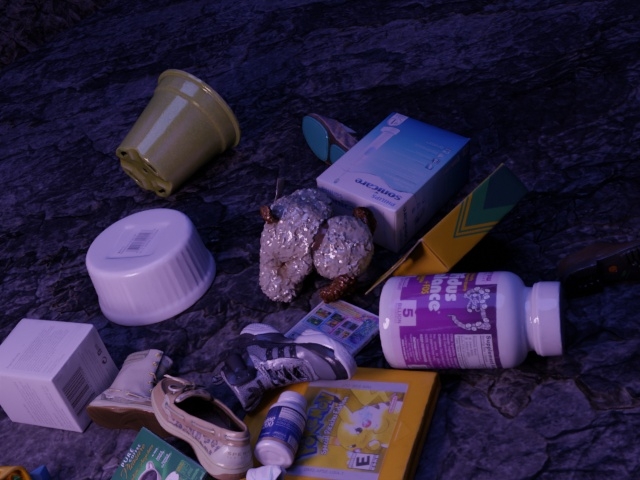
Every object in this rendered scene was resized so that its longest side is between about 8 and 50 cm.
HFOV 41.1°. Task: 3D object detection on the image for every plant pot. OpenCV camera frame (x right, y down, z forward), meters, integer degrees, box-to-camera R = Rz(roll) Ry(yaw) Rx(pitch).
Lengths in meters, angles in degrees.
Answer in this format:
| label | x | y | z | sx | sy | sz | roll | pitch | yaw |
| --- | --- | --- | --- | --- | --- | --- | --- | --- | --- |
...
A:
| label | x | y | z | sx | sy | sz | roll | pitch | yaw |
| --- | --- | --- | --- | --- | --- | --- | --- | --- | --- |
| plant pot | -0.393 | -0.263 | 2.254 | 0.276 | 0.276 | 0.254 | 17 | 59 | 38 |

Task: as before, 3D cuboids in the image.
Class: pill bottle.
| label | x | y | z | sx | sy | sz | roll | pitch | yaw |
| --- | --- | --- | --- | --- | --- | --- | --- | --- | --- |
| pill bottle | -0.061 | 0.307 | 1.396 | 0.067 | 0.067 | 0.120 | -2 | 38 | 20 |
| pill bottle | 0.265 | 0.138 | 1.480 | 0.301 | 0.169 | 0.169 | -4 | 37 | 19 |

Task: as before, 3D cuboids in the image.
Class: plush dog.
| label | x | y | z | sx | sy | sz | roll | pitch | yaw |
| --- | --- | --- | --- | --- | --- | --- | --- | --- | --- |
| plush dog | 0.000 | 0.000 | 1.723 | 0.225 | 0.211 | 0.263 | 16 | 70 | 14 |

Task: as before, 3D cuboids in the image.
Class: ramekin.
| label | x | y | z | sx | sy | sz | roll | pitch | yaw |
| --- | --- | --- | --- | --- | --- | --- | --- | --- | --- |
| ramekin | -0.384 | 0.049 | 1.903 | 0.277 | 0.135 | 0.277 | -11 | 36 | 8 |

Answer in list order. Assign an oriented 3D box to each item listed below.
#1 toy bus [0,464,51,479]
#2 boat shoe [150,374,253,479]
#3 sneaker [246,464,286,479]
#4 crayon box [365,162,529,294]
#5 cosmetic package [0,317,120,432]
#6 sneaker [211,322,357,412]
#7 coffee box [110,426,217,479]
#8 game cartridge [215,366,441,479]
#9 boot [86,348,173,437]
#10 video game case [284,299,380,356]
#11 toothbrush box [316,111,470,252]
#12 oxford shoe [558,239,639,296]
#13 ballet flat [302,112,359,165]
| label | x | y | z | sx | sy | sz | roll | pitch | yaw |
| --- | --- | --- | --- | --- | --- | --- | --- | --- | --- |
| toy bus | -0.573 | 0.432 | 1.441 | 0.202 | 0.104 | 0.191 | -24 | 16 | -10 |
| boat shoe | -0.196 | 0.293 | 1.441 | 0.104 | 0.089 | 0.285 | -7 | 24 | -38 |
| sneaker | -0.071 | 0.415 | 1.304 | 0.061 | 0.054 | 0.152 | -20 | 61 | 12 |
| crayon box | 0.243 | 0.004 | 1.648 | 0.081 | 0.202 | 0.318 | 47 | 62 | 5 |
| cosmetic package | -0.523 | 0.260 | 1.661 | 0.183 | 0.151 | 0.151 | 3 | 40 | 24 |
| sneaker | -0.070 | 0.233 | 1.482 | 0.268 | 0.101 | 0.153 | 5 | 41 | 41 |
| coffee box | -0.262 | 0.399 | 1.424 | 0.184 | 0.040 | 0.113 | 18 | 73 | 40 |
| game cartridge | 0.016 | 0.323 | 1.436 | 0.323 | 0.053 | 0.285 | 1 | 39 | 23 |
| boot | -0.315 | 0.283 | 1.611 | 0.213 | 0.077 | 0.165 | 2 | 37 | 25 |
| video game case | 0.027 | 0.176 | 1.658 | 0.157 | 0.019 | 0.143 | 21 | 50 | 42 |
| toothbrush box | 0.167 | -0.137 | 1.905 | 0.216 | 0.126 | 0.295 | 25 | 51 | 31 |
| oxford shoe | 0.552 | 0.027 | 1.585 | 0.227 | 0.083 | 0.096 | -12 | 31 | 5 |
| ballet flat | 0.057 | -0.233 | 2.151 | 0.106 | 0.108 | 0.316 | -9 | 36 | -23 |
